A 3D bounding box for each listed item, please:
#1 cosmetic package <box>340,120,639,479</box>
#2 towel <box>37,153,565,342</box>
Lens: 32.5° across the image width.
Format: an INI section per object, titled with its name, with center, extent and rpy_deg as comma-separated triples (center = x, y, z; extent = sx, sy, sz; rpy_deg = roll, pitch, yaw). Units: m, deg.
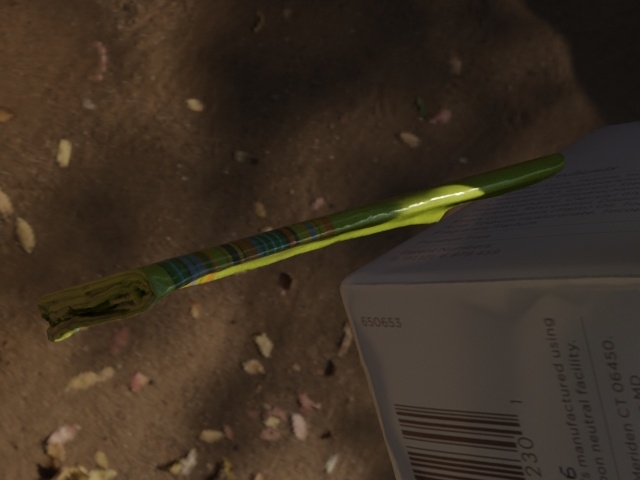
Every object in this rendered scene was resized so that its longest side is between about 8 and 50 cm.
[cosmetic package]
center = 0.289, 0.101, 0.821
extent = 0.393, 0.327, 0.330
rpy_deg = -29, 107, -42
[towel]
center = 0.000, 0.000, 0.493
extent = 0.237, 0.102, 0.021
rpy_deg = -16, 92, -37
